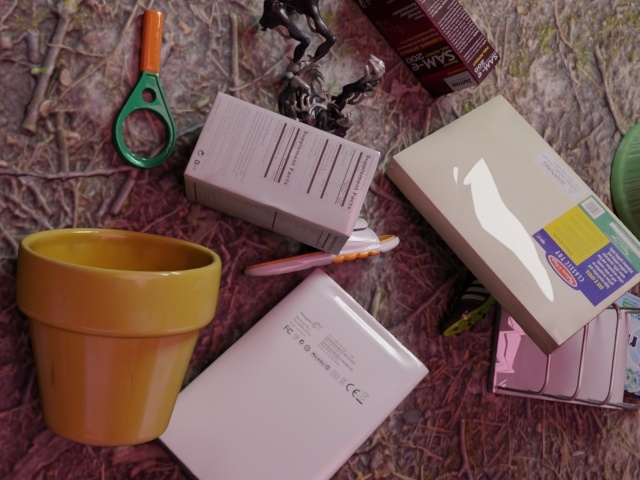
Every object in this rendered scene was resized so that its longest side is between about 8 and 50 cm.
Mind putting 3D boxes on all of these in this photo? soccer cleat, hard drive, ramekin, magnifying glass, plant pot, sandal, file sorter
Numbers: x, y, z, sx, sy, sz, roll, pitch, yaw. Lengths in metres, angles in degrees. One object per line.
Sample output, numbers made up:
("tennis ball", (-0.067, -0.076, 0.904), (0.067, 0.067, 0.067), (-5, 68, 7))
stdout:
("soccer cleat", (0.267, 0.096, 1.594), (0.179, 0.072, 0.060), (-41, 152, -9))
("hard drive", (-0.042, 0.231, 1.323), (0.233, 0.047, 0.353), (43, 63, 10))
("ramekin", (0.739, -0.115, 1.792), (0.304, 0.148, 0.303), (2, 83, -20))
("magnifying glass", (-0.250, -0.218, 1.327), (0.092, 0.026, 0.230), (6, 86, -29))
("plant pot", (-0.267, 0.124, 1.187), (0.254, 0.254, 0.238), (2, 103, -30))
("sandal", (0.004, 0.000, 1.418), (0.265, 0.102, 0.076), (-11, 92, -27))
("file sorter", (0.467, 0.193, 1.609), (0.278, 0.173, 0.192), (10, 83, -19))

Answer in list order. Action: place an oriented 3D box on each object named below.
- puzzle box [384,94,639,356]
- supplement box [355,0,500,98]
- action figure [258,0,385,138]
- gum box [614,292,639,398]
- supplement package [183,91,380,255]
("puzzle box", (0.335, -0.036, 1.528), (0.272, 0.052, 0.409), (-30, 72, -28))
("supplement box", (0.172, -0.356, 1.515), (0.239, 0.130, 0.073), (47, 66, -19))
("action figure", (0.002, -0.249, 1.408), (0.164, 0.141, 0.275), (-22, 97, -41))
("gum box", (0.589, 0.198, 1.780), (0.157, 0.041, 0.184), (22, 76, -26))
("supplement package", (-0.057, -0.091, 1.316), (0.244, 0.139, 0.133), (21, 76, -2))
